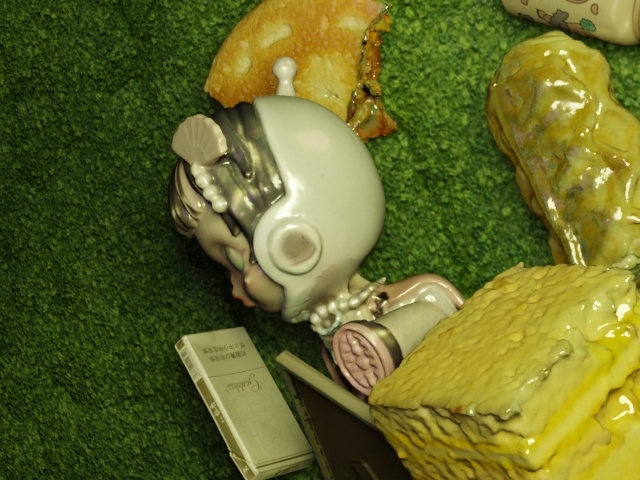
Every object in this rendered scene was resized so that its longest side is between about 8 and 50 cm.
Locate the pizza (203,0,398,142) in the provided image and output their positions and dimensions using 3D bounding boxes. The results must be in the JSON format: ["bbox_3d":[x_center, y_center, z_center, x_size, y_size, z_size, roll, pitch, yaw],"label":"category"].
[{"bbox_3d":[0.000,-0.183,1.565,0.289,0.081,0.229,-28,83,37],"label":"pizza"}]

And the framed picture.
[{"bbox_3d":[0.059,0.266,1.466,0.211,0.020,0.290,29,148,45],"label":"framed picture"}]

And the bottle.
[{"bbox_3d":[0.282,-0.234,1.313,0.209,0.097,0.110,25,132,36],"label":"bottle"}]

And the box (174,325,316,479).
[{"bbox_3d":[-0.092,0.197,1.657,0.029,0.109,0.198,-45,65,34],"label":"box"}]

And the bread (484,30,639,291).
[{"bbox_3d":[0.254,-0.077,1.329,0.152,0.130,0.268,-40,68,46],"label":"bread"}]

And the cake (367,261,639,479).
[{"bbox_3d":[0.231,0.194,1.254,0.227,0.222,0.286,-2,124,59],"label":"cake"}]

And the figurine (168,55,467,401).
[{"bbox_3d":[-0.002,0.003,1.456,0.361,0.211,0.253,48,159,3],"label":"figurine"}]
